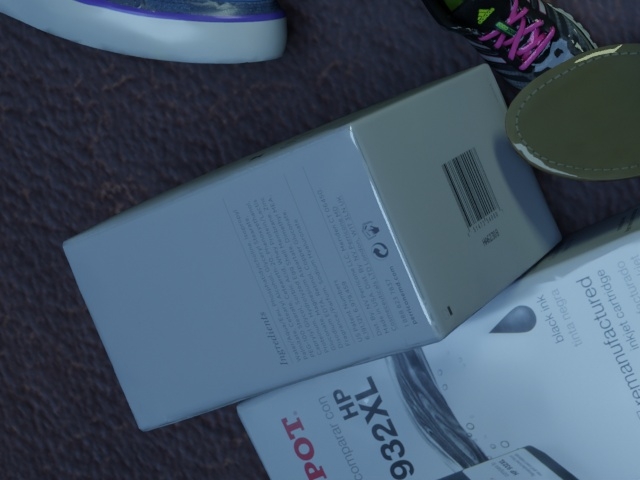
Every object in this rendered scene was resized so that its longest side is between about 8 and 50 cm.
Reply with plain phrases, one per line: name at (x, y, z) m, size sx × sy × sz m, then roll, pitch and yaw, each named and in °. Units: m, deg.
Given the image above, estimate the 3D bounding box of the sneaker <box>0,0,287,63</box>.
sneaker at (-0.155, -0.268, 1.029) m, size 0.322 × 0.130 × 0.236 m, roll 19°, pitch 109°, yaw 17°

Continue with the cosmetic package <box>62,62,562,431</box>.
cosmetic package at (0.000, 0.000, 0.969) m, size 0.224 × 0.224 × 0.138 m, roll -22°, pitch 94°, yaw 30°

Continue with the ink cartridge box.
ink cartridge box at (0.132, 0.139, 1.031) m, size 0.307 × 0.129 × 0.223 m, roll -25°, pitch 93°, yaw 19°

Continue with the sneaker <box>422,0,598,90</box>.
sneaker at (0.118, -0.149, 1.007) m, size 0.170 × 0.075 × 0.063 m, roll 43°, pitch 108°, yaw 4°

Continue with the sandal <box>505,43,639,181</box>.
sandal at (0.233, -0.094, 0.991) m, size 0.240 × 0.079 × 0.088 m, roll -22°, pitch 82°, yaw -4°
